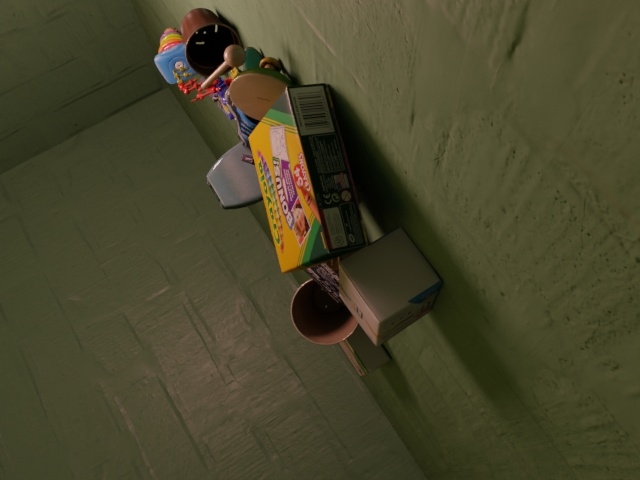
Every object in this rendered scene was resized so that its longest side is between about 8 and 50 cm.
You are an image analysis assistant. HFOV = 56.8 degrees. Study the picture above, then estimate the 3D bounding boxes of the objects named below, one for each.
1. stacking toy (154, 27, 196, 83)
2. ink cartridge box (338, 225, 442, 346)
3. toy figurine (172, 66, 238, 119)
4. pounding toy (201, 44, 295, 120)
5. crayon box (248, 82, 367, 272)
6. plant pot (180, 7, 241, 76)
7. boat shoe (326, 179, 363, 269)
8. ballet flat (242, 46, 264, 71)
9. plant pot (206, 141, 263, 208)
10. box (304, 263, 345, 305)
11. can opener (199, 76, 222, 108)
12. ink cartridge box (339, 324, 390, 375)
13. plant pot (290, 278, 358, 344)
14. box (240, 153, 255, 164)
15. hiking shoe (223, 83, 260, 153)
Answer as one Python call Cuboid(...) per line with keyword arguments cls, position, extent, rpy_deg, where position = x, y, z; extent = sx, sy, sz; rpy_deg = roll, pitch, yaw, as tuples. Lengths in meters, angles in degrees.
Cuboid(cls="stacking toy", position=(-0.636, -0.844, 2.575), extent=(0.165, 0.175, 0.301), rpy_deg=(64, -176, -53))
Cuboid(cls="ink cartridge box", position=(0.157, 0.115, 1.393), extent=(0.168, 0.171, 0.232), rpy_deg=(55, 170, 21))
Cuboid(cls="toy figurine", position=(-0.364, -0.505, 2.094), extent=(0.362, 0.191, 0.217), rpy_deg=(48, 170, 50))
Cuboid(cls="pounding toy", position=(-0.154, -0.411, 1.502), extent=(0.237, 0.110, 0.183), rpy_deg=(26, 150, -26))
Cuboid(cls="crayon box", position=(-0.043, -0.126, 1.364), extent=(0.313, 0.106, 0.362), rpy_deg=(-26, 76, 65))
Cuboid(cls="plant pot", position=(-0.338, -0.602, 1.767), extent=(0.167, 0.167, 0.165), rpy_deg=(71, 173, -49))
Cuboid(cls="boat shoe", position=(0.043, -0.103, 1.457), extent=(0.122, 0.110, 0.341), rpy_deg=(-4, 97, 65))
Cuboid(cls="ballet flat", position=(-0.163, -0.442, 1.634), extent=(0.188, 0.070, 0.070), rpy_deg=(66, 168, -20))
Cuboid(cls="plant pot", position=(-0.325, -0.252, 2.417), extent=(0.247, 0.252, 0.247), rpy_deg=(59, 169, -5))
Cuboid(cls="box", position=(0.036, 0.097, 1.911), extent=(0.295, 0.073, 0.293), rpy_deg=(46, 162, -12))
Cuboid(cls="can opener", position=(-0.394, -0.596, 2.332), extent=(0.283, 0.076, 0.095), rpy_deg=(51, 135, 41))
Cuboid(cls="ink cartridge box", position=(0.170, 0.441, 2.429), extent=(0.201, 0.117, 0.278), rpy_deg=(57, 170, 11))
Cuboid(cls="plant pot", position=(0.026, 0.242, 2.283), extent=(0.256, 0.256, 0.274), rpy_deg=(60, -174, -4))
Cuboid(cls="box", position=(-0.179, -0.256, 2.015), extent=(0.162, 0.029, 0.116), rpy_deg=(17, -177, -28))
Cuboid(cls="hiking shoe", position=(-0.208, -0.368, 1.925), extent=(0.132, 0.113, 0.304), rpy_deg=(33, 162, 43))
